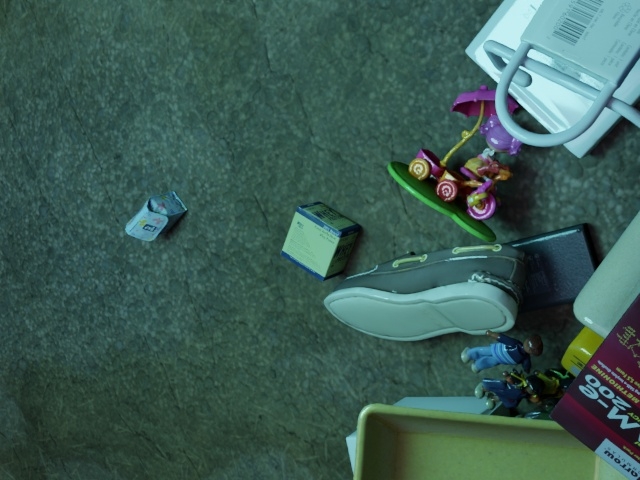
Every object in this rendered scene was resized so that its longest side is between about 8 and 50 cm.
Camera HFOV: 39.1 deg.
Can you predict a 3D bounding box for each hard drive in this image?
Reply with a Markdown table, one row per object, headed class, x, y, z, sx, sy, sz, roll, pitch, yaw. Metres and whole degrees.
| class | x | y | z | sx | sy | sz | roll | pitch | yaw |
| --- | --- | --- | --- | --- | --- | --- | --- | --- | --- |
| hard drive | 0.337 | -0.276 | 1.048 | 0.203 | 0.040 | 0.307 | 48 | 121 | 16 |
| hard drive | 0.290 | 0.039 | 1.158 | 0.135 | 0.022 | 0.094 | -16 | 91 | 35 |

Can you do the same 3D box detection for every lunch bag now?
| class | x | y | z | sx | sy | sz | roll | pitch | yaw |
| --- | --- | --- | --- | --- | --- | --- | --- | --- | --- |
| lunch bag | -0.272 | -0.037 | 1.474 | 0.071 | 0.083 | 0.053 | -43 | 76 | 31 |

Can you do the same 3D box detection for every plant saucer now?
| class | x | y | z | sx | sy | sz | roll | pitch | yaw |
| --- | --- | --- | --- | --- | --- | --- | --- | --- | --- |
| plant saucer | 0.200 | 0.358 | 1.064 | 0.333 | 0.081 | 0.332 | 5 | 96 | 4 |

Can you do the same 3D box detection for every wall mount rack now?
| class | x | y | z | sx | sy | sz | roll | pitch | yaw |
| --- | --- | --- | --- | --- | --- | --- | --- | --- | --- |
| wall mount rack | 0.351 | -0.212 | 0.917 | 0.304 | 0.130 | 0.350 | 35 | 95 | 27 |

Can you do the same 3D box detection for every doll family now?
| class | x | y | z | sx | sy | sz | roll | pitch | yaw |
| --- | --- | --- | --- | --- | --- | --- | --- | --- | --- |
| doll family | 0.267 | 0.181 | 1.147 | 0.111 | 0.193 | 0.076 | -19 | 46 | 50 |

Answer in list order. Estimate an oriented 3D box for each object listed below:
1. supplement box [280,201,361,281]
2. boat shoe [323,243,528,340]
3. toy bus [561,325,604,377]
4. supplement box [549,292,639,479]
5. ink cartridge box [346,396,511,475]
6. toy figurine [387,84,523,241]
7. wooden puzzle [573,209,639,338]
| class | x | y | z | sx | sy | sz | roll | pitch | yaw |
| --- | --- | --- | --- | --- | --- | --- | --- | --- | --- |
| supplement box | 0.000 | 0.000 | 1.320 | 0.083 | 0.056 | 0.083 | 31 | 116 | 24 |
| boat shoe | 0.137 | 0.066 | 1.216 | 0.116 | 0.096 | 0.324 | 42 | 150 | -28 |
| toy bus | 0.442 | 0.195 | 1.016 | 0.333 | 0.130 | 0.108 | 39 | 74 | 20 |
| supplement box | 0.342 | 0.134 | 0.899 | 0.130 | 0.073 | 0.239 | 38 | 138 | 20 |
| ink cartridge box | 0.167 | 0.344 | 1.216 | 0.171 | 0.168 | 0.232 | -8 | 96 | 34 |
| toy figurine | 0.196 | -0.111 | 1.134 | 0.173 | 0.130 | 0.159 | 43 | 111 | 26 |
| wooden puzzle | 0.488 | 0.040 | 0.918 | 0.348 | 0.080 | 0.322 | 36 | 91 | 24 |
